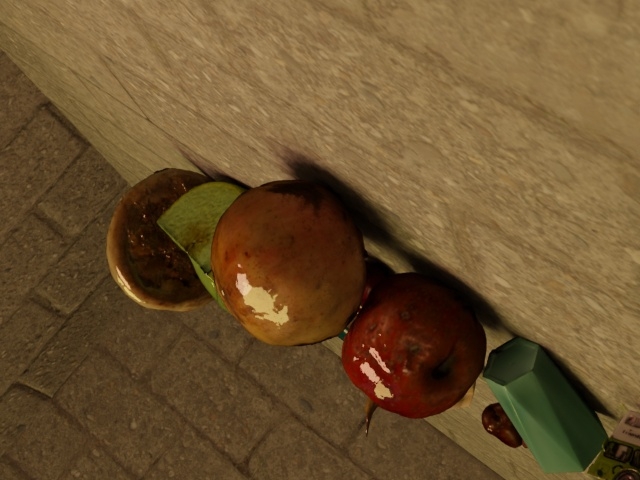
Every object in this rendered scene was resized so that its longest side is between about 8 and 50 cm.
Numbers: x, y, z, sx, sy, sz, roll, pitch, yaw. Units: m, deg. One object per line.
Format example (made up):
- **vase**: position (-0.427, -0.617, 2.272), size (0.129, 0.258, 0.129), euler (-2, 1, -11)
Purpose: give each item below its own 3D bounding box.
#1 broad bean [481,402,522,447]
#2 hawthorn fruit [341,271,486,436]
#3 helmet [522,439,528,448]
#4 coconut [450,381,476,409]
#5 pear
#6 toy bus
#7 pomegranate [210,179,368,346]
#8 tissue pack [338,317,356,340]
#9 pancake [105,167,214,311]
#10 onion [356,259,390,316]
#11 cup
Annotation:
- **broad bean**: position (0.450, 0.448, 2.115), size (0.165, 0.084, 0.114), euler (47, -159, -44)
- **hawthorn fruit**: position (0.163, 0.187, 1.551), size (0.258, 0.262, 0.258), euler (45, -152, -32)
- **helmet**: position (0.512, 0.463, 2.066), size (0.065, 0.049, 0.084), euler (-3, 180, 22)
- **coconut**: position (0.280, 0.310, 1.966), size (0.147, 0.153, 0.147), euler (171, 90, -75)
- **pear**: position (-0.194, 0.036, 2.109), size (0.342, 0.238, 0.318), euler (39, 169, 50)
- **toy bus**: position (0.553, 0.360, 1.265), size (0.113, 0.139, 0.302), euler (45, 160, -32)
- **pomegranate**: position (-0.054, 0.042, 1.553), size (0.322, 0.322, 0.322), euler (38, 170, 8)
- **tissue pack**: position (0.049, 0.149, 2.085), size (0.271, 0.134, 0.192), euler (37, 170, 11)
- **pancake**: position (-0.361, -0.004, 2.237), size (0.382, 0.382, 0.071), euler (43, 156, -19)
- **onion**: position (0.088, 0.101, 1.781), size (0.131, 0.131, 0.131), euler (38, 170, 8)
- **cup**: position (0.390, 0.282, 1.528), size (0.235, 0.134, 0.148), euler (53, -169, -23)
